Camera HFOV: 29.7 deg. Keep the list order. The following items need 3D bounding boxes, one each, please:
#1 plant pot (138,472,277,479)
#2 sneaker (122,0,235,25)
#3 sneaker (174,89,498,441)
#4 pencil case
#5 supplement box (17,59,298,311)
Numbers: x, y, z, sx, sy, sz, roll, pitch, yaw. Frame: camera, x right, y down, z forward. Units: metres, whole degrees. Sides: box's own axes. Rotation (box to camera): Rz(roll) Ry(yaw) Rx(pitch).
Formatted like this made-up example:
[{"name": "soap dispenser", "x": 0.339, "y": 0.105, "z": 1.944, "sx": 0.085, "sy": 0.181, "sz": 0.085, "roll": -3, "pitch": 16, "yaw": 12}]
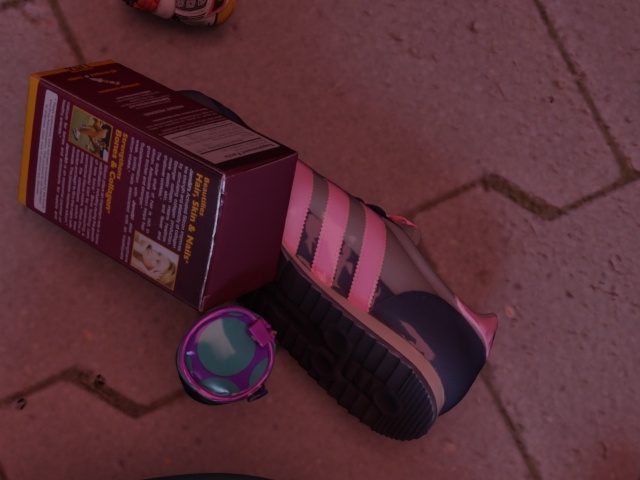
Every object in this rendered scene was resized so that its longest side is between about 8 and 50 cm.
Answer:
[{"name": "plant pot", "x": -0.084, "y": 0.280, "z": 0.758, "sx": 0.235, "sy": 0.293, "sz": 0.293, "roll": -17, "pitch": 83, "yaw": -24}, {"name": "sneaker", "x": -0.085, "y": -0.271, "z": 0.956, "sx": 0.092, "sy": 0.088, "sz": 0.225, "roll": 21, "pitch": 78, "yaw": -24}, {"name": "sneaker", "x": 0.000, "y": 0.000, "z": 0.916, "sx": 0.319, "sy": 0.112, "sz": 0.131, "roll": 49, "pitch": 50, "yaw": 7}, {"name": "pencil case", "x": -0.067, "y": 0.084, "z": 0.851, "sx": 0.070, "sy": 0.151, "sz": 0.064, "roll": -21, "pitch": 86, "yaw": -10}, {"name": "supplement box", "x": -0.117, "y": -0.044, "z": 0.843, "sx": 0.188, "sy": 0.081, "sz": 0.104, "roll": 28, "pitch": 120, "yaw": 29}]
